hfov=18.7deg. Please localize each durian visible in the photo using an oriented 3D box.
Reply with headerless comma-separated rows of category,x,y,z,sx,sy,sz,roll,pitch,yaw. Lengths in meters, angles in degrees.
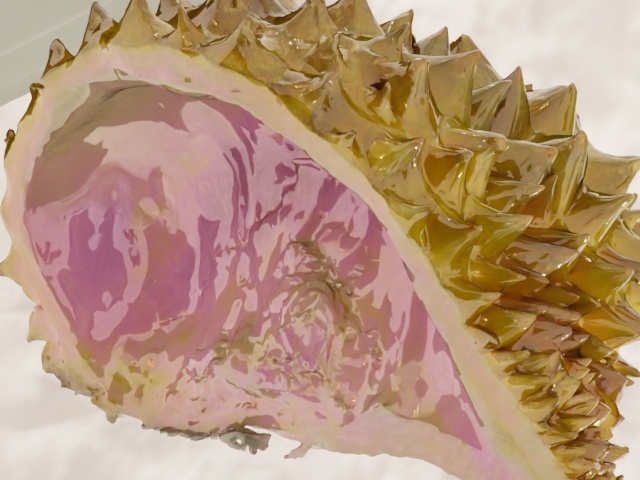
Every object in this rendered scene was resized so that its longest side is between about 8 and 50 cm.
durian,0.000,0.000,0.527,0.165,0.182,0.132,22,83,-17

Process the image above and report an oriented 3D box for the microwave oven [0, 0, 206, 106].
microwave oven,-0.176,-0.170,0.775,0.237,0.295,0.181,46,22,-64
